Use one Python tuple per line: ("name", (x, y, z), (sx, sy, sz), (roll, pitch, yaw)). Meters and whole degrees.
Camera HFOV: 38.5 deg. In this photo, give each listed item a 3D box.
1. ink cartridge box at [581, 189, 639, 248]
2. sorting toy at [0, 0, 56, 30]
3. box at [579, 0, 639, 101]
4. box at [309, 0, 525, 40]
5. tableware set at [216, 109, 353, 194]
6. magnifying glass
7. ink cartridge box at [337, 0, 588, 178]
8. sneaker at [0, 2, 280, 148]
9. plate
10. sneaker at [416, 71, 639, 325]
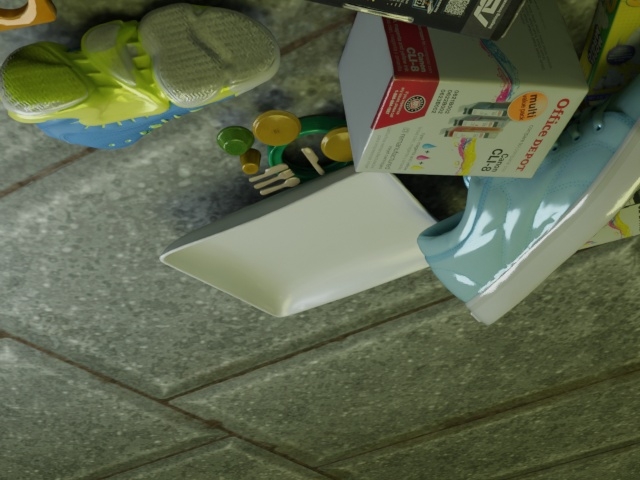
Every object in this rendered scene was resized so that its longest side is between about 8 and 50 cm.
("ink cartridge box", (0.321, -0.057, 1.042), (0.175, 0.072, 0.127), (-15, 146, 13))
("sorting toy", (-0.265, -0.277, 0.594), (0.196, 0.047, 0.348), (-2, 147, -2))
("box", (0.307, -0.203, 0.837), (0.105, 0.043, 0.179), (-6, 146, -2))
("box", (0.042, -0.313, 0.514), (0.318, 0.097, 0.395), (6, 141, -17))
("tableware set", (-0.020, -0.104, 0.907), (0.154, 0.024, 0.104), (-20, 139, 19))
("magnifying glass", (0.059, -0.099, 0.969), (0.231, 0.026, 0.092), (-2, 147, -6))
("ink cartridge box", (0.120, -0.143, 0.811), (0.176, 0.127, 0.128), (0, 147, -15))
("sneaker", (-0.155, -0.141, 0.817), (0.240, 0.091, 0.126), (-6, 166, -4))
("plate", (0.000, 0.000, 1.066), (0.278, 0.045, 0.277), (-21, 152, 21))
("sneaker", (0.216, -0.067, 0.899), (0.150, 0.135, 0.366), (40, 125, 4))
